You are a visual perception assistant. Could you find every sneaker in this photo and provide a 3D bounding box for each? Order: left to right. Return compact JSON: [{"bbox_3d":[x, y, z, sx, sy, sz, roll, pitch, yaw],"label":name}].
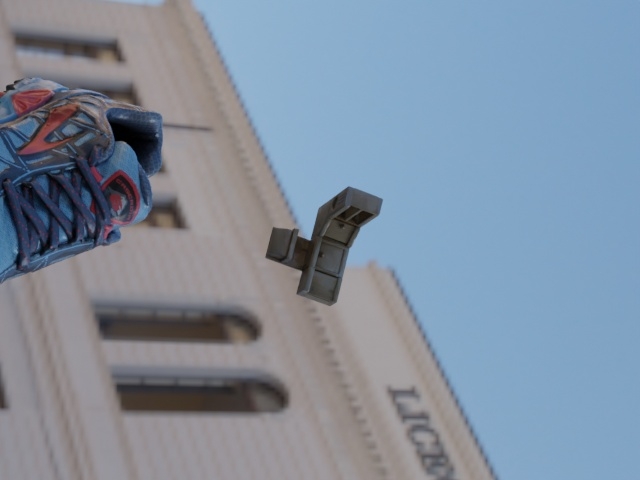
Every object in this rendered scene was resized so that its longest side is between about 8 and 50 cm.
[{"bbox_3d":[-0.174,-0.038,1.006,0.262,0.125,0.104,-64,157,-59],"label":"sneaker"}]

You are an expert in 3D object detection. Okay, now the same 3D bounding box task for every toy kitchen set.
[{"bbox_3d":[0.000,0.000,1.337,0.075,0.068,0.083,146,-39,-64],"label":"toy kitchen set"}]
